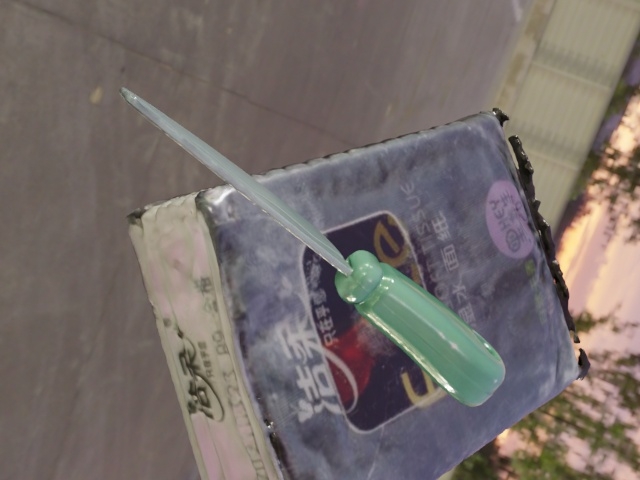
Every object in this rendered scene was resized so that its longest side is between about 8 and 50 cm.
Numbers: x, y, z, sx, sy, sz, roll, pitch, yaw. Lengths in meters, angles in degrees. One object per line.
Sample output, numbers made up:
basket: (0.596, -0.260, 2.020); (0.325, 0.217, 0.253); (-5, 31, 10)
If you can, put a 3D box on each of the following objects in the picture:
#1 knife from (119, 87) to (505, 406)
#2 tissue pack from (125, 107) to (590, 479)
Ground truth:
knife: (0.000, 0.000, 0.522); (0.034, 0.260, 0.063); (-47, -166, 11)
tissue pack: (0.046, 0.053, 0.752); (0.361, 0.122, 0.259); (-18, 91, -45)
